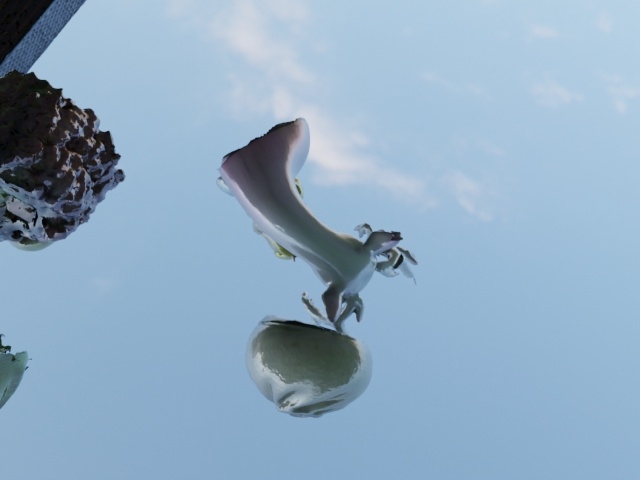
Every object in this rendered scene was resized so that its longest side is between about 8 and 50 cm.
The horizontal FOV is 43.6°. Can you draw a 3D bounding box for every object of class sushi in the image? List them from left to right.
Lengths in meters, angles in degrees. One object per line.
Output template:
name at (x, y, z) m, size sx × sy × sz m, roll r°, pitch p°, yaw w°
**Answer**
sushi at (-0.408, -0.086, 1.062) m, size 0.270 × 0.236 × 0.170 m, roll 1°, pitch -135°, yaw 17°

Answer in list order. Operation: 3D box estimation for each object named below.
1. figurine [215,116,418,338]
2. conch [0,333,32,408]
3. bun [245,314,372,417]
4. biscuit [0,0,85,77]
figurine at (0.011, -0.008, 1.152) m, size 0.206 × 0.284 × 0.315 m, roll -33°, pitch -92°, yaw -2°
conch at (-0.344, 0.155, 0.732) m, size 0.201 × 0.095 × 0.079 m, roll -33°, pitch -106°, yaw 3°
bun at (-0.020, 0.176, 1.065) m, size 0.173 × 0.173 × 0.119 m, roll 13°, pitch -104°, yaw 10°
biscuit at (-0.471, -0.328, 1.246) m, size 0.073 × 0.107 × 0.388 m, roll 39°, pitch -94°, yaw -3°
